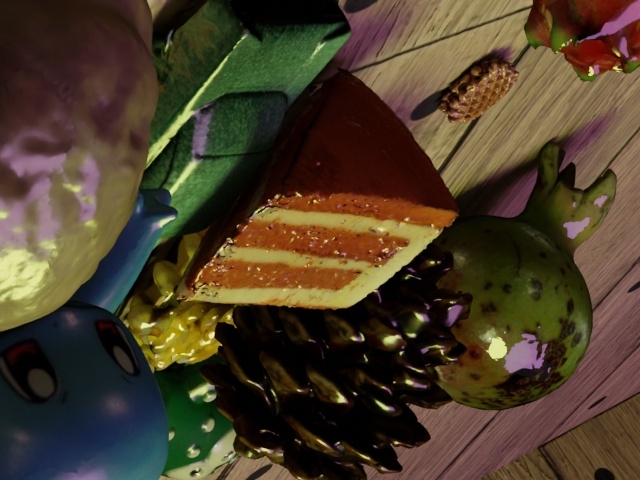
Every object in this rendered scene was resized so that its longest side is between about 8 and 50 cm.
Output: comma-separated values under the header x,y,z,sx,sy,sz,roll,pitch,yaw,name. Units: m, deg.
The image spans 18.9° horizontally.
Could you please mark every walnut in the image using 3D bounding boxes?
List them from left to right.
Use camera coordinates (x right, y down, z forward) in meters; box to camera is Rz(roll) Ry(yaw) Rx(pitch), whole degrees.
x,y,z,sx,sy,sz,roll,pitch,yaw,name
-0.200,-0.071,0.983,0.248,0.248,0.248,-31,163,-11,walnut

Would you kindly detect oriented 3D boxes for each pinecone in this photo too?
x,y,z,sx,sy,sz,roll,pitch,yaw,name
0.023,0.106,1.740,0.272,0.224,0.224,-47,161,11,pinecone

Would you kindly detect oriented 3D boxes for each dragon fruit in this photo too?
x,y,z,sx,sy,sz,roll,pitch,yaw,name
0.250,-0.231,1.585,0.135,0.137,0.236,-7,150,-33,dragon fruit

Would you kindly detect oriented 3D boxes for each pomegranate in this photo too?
x,y,z,sx,sy,sz,roll,pitch,yaw,name
0.211,0.044,2.181,0.306,0.242,0.242,-61,175,-26,pomegranate

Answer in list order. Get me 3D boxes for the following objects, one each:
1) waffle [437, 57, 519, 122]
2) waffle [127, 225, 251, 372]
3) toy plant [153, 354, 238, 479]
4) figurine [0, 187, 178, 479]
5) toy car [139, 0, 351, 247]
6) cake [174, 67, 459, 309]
x,y,z,sx,sy,sz,roll,pitch,yaw,name
0.152,-0.144,1.823,0.083,0.029,0.075,-44,162,21,waffle
-0.048,0.018,1.829,0.329,0.062,0.329,-32,161,-12,waffle
-0.145,0.194,2.043,0.232,0.113,0.243,-24,155,-16,toy plant
-0.266,0.043,1.169,0.416,0.243,0.298,10,-166,44,figurine
-0.115,-0.063,1.421,0.321,0.097,0.141,-45,159,31,toy car
0.000,0.000,1.520,0.158,0.159,0.262,-43,-170,25,cake
